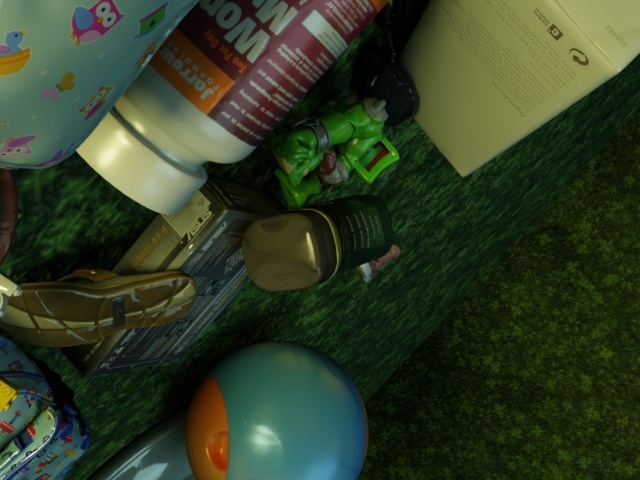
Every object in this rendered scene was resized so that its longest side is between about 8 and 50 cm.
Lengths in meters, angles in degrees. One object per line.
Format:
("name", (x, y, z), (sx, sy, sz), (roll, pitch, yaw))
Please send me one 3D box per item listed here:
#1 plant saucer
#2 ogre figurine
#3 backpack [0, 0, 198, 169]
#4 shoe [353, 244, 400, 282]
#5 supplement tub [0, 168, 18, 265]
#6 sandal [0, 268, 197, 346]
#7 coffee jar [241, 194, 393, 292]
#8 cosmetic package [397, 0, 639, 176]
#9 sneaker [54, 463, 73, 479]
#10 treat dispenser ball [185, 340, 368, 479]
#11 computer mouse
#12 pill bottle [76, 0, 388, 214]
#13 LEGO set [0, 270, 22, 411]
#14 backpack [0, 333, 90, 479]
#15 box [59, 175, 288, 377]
("plant saucer", (-0.293, 0.448, 1.411), (0.400, 0.100, 0.400), (-39, 163, -15))
("ogre figurine", (0.012, -0.091, 0.838), (0.118, 0.097, 0.197), (-29, 149, -8))
("backpack", (-0.150, -0.119, 0.326), (0.166, 0.144, 0.188), (-43, 161, 18))
("shoe", (0.084, 0.018, 1.318), (0.081, 0.063, 0.178), (-44, 168, -2))
("supplement tub", (-0.253, -0.019, 0.386), (0.106, 0.106, 0.198), (-48, 163, 15))
("sandal", (-0.203, 0.051, 0.722), (0.180, 0.049, 0.072), (-8, 131, -28))
("coffee jar", (0.000, 0.000, 0.836), (0.096, 0.079, 0.184), (-10, -175, 28))
("cosmetic package", (0.211, -0.212, 0.740), (0.217, 0.156, 0.385), (-41, 180, -10))
("sneaker", (-0.362, 0.339, 1.037), (0.162, 0.073, 0.063), (-51, 161, 23))
("treat dispenser ball", (-0.068, 0.302, 1.251), (0.288, 0.288, 0.288), (-39, 162, -15))
("computer mouse", (0.060, -0.179, 0.786), (0.041, 0.071, 0.242), (-30, 160, -7))
("pill bottle", (-0.063, -0.130, 0.528), (0.221, 0.121, 0.121), (-47, 163, 9))
("LEGO set", (-0.283, 0.115, 0.581), (0.227, 0.093, 0.087), (-55, -173, -9))
("backpack", (-0.302, 0.164, 0.694), (0.158, 0.117, 0.173), (-40, 160, -16))
("box", (-0.145, 0.039, 0.850), (0.231, 0.056, 0.183), (-48, 164, 13))
